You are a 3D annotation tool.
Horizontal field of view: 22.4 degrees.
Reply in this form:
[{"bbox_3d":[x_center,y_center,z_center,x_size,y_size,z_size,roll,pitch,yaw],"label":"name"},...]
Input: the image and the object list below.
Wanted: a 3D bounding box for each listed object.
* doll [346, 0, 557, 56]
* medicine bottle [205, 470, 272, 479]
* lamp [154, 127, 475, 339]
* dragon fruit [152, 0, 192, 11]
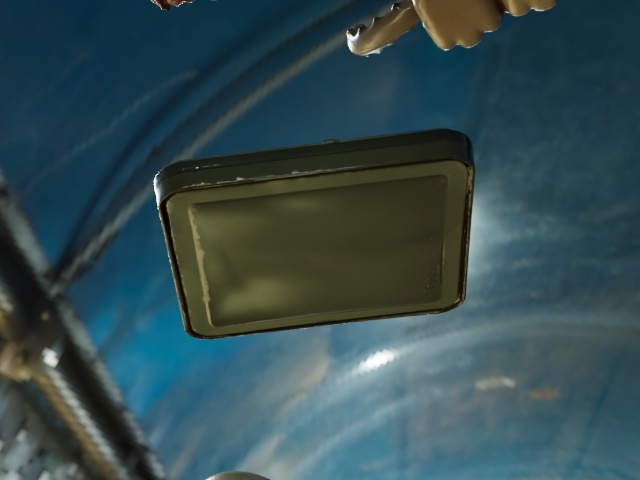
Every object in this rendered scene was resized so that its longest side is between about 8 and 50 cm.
[{"bbox_3d":[0.094,-0.200,0.985,0.154,0.278,0.119,-21,-62,24],"label":"doll"},{"bbox_3d":[-0.112,0.377,1.699,0.143,0.258,0.143,12,-48,14],"label":"medicine bottle"},{"bbox_3d":[0.000,0.000,1.429,0.269,0.047,0.266,-7,-30,-2],"label":"lamp"},{"bbox_3d":[-0.074,-0.347,1.754,0.330,0.302,0.240,-37,-44,28],"label":"dragon fruit"}]
